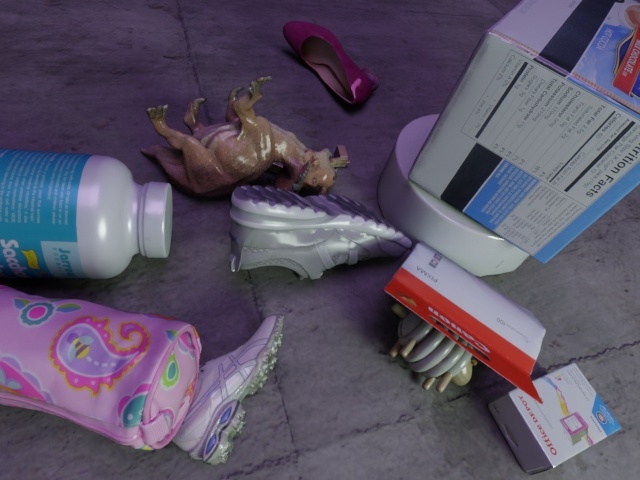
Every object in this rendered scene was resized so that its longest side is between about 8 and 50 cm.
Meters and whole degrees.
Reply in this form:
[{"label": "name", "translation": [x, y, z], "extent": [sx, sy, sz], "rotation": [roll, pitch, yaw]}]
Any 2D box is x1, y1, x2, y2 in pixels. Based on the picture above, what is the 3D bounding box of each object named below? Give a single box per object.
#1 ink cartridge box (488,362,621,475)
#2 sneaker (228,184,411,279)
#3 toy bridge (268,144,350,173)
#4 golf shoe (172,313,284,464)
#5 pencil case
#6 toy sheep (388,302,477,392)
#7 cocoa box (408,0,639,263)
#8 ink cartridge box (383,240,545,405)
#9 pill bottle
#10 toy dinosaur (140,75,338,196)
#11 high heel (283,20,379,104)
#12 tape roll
[{"label": "ink cartridge box", "translation": [0.286, 0.217, 0.524], "extent": [0.122, 0.052, 0.088], "rotation": [-13, 58, -22]}, {"label": "sneaker", "translation": [0.000, 0.000, 0.593], "extent": [0.281, 0.115, 0.105], "rotation": [8, 22, -29]}, {"label": "toy bridge", "translation": [-0.037, -0.136, 0.721], "extent": [0.188, 0.026, 0.063], "rotation": [-1, 56, -16]}, {"label": "golf shoe", "translation": [-0.102, 0.144, 0.468], "extent": [0.086, 0.069, 0.176], "rotation": [22, 50, 10]}, {"label": "pencil case", "translation": [-0.260, 0.106, 0.393], "extent": [0.284, 0.124, 0.124], "rotation": [11, 51, 3]}, {"label": "toy sheep", "translation": [0.138, 0.129, 0.531], "extent": [0.132, 0.091, 0.091], "rotation": [46, 53, -3]}, {"label": "cocoa box", "translation": [0.330, -0.188, 0.601], "extent": [0.228, 0.231, 0.347], "rotation": [36, 53, 12]}, {"label": "ink cartridge box", "translation": [0.182, 0.077, 0.519], "extent": [0.189, 0.232, 0.066], "rotation": [35, 98, 12]}, {"label": "pill bottle", "translation": [-0.312, -0.029, 0.487], "extent": [0.264, 0.146, 0.146], "rotation": [2, 53, -13]}, {"label": "toy dinosaur", "translation": [-0.130, -0.116, 0.630], "extent": [0.296, 0.200, 0.127], "rotation": [-13, 19, 5]}, {"label": "high heel", "translation": [0.004, -0.364, 0.872], "extent": [0.244, 0.082, 0.117], "rotation": [41, 43, 0]}, {"label": "tape roll", "translation": [0.244, -0.083, 0.711], "extent": [0.286, 0.100, 0.286], "rotation": [8, 52, -10]}]
